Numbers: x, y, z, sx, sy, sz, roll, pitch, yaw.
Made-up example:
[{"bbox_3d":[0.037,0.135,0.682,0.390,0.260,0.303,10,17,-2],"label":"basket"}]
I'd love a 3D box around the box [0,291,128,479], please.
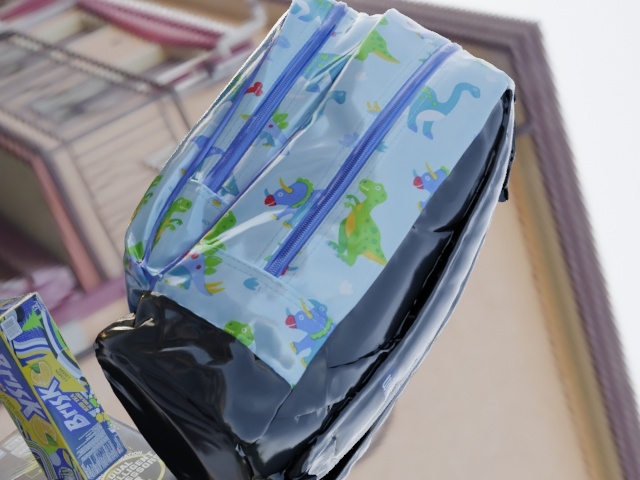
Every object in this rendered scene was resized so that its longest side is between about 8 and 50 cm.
[{"bbox_3d":[-0.241,0.131,1.215,0.059,0.054,0.169,-12,-70,43],"label":"box"}]

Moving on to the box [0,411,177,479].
[{"bbox_3d":[-0.376,0.385,1.804,0.318,0.395,0.097,16,-46,46],"label":"box"}]

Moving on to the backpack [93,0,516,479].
[{"bbox_3d":[0.000,0.000,0.972,0.273,0.355,0.290,41,-17,20],"label":"backpack"}]
